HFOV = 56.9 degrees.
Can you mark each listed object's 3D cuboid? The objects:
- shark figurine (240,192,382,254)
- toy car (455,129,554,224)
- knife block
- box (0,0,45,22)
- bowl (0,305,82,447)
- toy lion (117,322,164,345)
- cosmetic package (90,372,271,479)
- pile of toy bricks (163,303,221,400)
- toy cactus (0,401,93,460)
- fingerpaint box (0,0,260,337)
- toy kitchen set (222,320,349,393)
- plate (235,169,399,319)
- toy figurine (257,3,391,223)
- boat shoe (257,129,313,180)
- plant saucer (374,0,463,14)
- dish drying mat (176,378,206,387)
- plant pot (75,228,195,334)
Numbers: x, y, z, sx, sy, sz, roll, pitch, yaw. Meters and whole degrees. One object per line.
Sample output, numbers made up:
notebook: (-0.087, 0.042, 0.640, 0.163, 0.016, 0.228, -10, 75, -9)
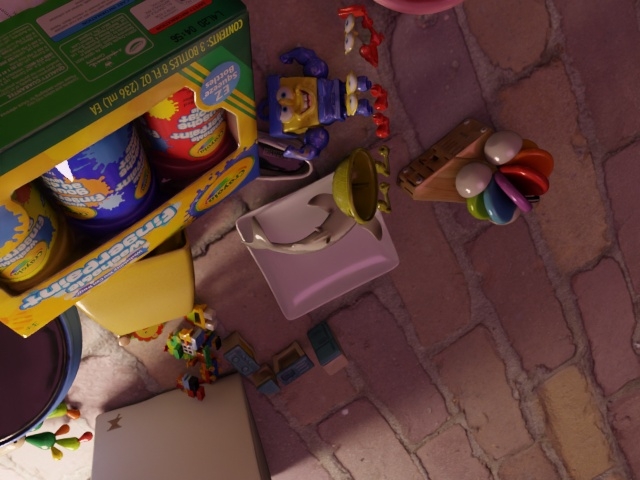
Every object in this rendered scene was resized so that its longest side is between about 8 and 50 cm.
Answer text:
shark figurine: (0.000, -0.023, 1.130, 0.278, 0.116, 0.166, -34, 88, -9)
toy car: (0.365, -0.106, 1.127, 0.159, 0.136, 0.182, 36, 101, -30)
knife block: (0.333, -0.120, 1.241, 0.276, 0.088, 0.242, -38, 121, 3)
box: (-0.364, -0.346, 0.794, 0.231, 0.262, 0.127, -45, 120, 9)
bowl: (-0.621, 0.192, 1.019, 0.392, 0.077, 0.390, -4, 103, -19)
toy lion: (-0.367, 0.165, 1.195, 0.096, 0.034, 0.100, -17, 120, -18)
cosmetic package: (-0.264, 0.567, 1.259, 0.330, 0.327, 0.393, -16, 120, -8)
pile of toy bricks: (-0.278, 0.229, 1.227, 0.105, 0.118, 0.212, 15, 130, 17)
toy cactus: (-0.599, 0.392, 1.204, 0.181, 0.112, 0.219, -36, 131, 13)
fingerpaint box: (-0.301, -0.109, 0.780, 0.445, 0.163, 0.371, -37, 163, -19)
toy kitchen set: (-0.078, 0.238, 1.272, 0.207, 0.122, 0.166, -35, 122, 1)
plate: (0.000, 0.000, 1.219, 0.278, 0.045, 0.277, -27, 121, -4)
toy figurine: (-0.005, -0.210, 1.051, 0.218, 0.191, 0.362, -1, 94, 22)
boat shoe: (-0.142, -0.155, 1.066, 0.268, 0.088, 0.096, 10, 113, -23)
plant saucer: (0.165, -0.549, 0.966, 0.333, 0.084, 0.331, -7, 118, -14)
dish drying mat: (-0.276, 0.321, 1.317, 0.083, 0.008, 0.032, 18, 110, -25)
plant pot: (-0.328, 0.042, 1.052, 0.212, 0.212, 0.187, -17, 134, -9)
